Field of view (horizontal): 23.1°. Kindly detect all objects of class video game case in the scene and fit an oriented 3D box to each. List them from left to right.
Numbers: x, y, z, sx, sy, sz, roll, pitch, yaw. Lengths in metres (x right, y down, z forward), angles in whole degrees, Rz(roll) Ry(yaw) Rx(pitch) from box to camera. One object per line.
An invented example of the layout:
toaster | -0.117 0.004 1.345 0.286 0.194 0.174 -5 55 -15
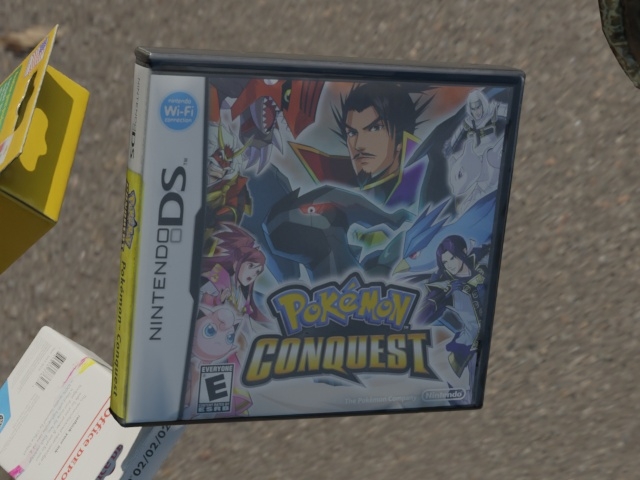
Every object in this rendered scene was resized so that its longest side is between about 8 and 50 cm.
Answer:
video game case | 0.000 0.000 1.061 0.275 0.035 0.248 0 104 -24

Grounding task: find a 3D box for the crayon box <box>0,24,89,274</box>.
crayon box | -0.347 -0.049 1.619 0.083 0.323 0.203 33 39 -25

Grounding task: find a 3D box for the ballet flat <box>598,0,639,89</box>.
ballet flat | 0.204 -0.290 0.588 0.164 0.182 0.482 12 108 -27

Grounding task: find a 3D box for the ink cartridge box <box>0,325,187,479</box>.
ink cartridge box | -0.171 0.147 1.149 0.061 0.181 0.104 37 84 -40
